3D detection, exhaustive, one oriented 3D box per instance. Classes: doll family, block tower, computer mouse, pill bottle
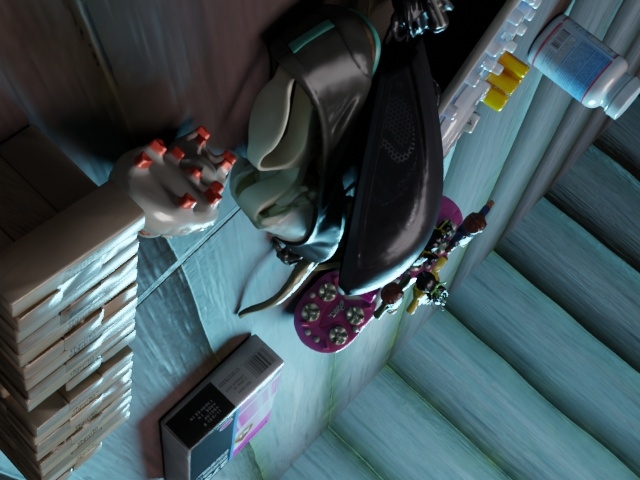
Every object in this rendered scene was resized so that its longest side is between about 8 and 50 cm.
[{"bbox_3d":[0.137,0.023,1.177,0.193,0.076,0.111,-60,170,-6],"label":"doll family"},{"bbox_3d":[-0.185,0.062,0.650,0.091,0.097,0.335,-41,166,-30],"label":"block tower"},{"bbox_3d":[0.072,-0.080,0.790,0.188,0.072,0.272,-82,-178,-75],"label":"computer mouse"},{"bbox_3d":[0.391,-0.252,1.439,0.087,0.160,0.087,-44,166,-14],"label":"pill bottle"}]

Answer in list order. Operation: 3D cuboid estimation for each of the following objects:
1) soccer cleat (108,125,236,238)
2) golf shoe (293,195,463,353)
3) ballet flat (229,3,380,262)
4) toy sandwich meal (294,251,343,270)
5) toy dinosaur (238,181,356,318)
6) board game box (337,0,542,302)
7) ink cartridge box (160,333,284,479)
[{"bbox_3d":[-0.102,-0.027,0.645,0.076,0.068,0.196,-45,-174,12],"label":"soccer cleat"},{"bbox_3d":[0.078,0.046,1.440,0.306,0.115,0.140,-39,176,-12],"label":"golf shoe"},{"bbox_3d":[-0.026,-0.070,0.808,0.096,0.095,0.280,-29,148,-30],"label":"ballet flat"},{"bbox_3d":[0.006,0.018,1.227,0.085,0.029,0.085,-8,-177,0],"label":"toy sandwich meal"},{"bbox_3d":[0.000,0.000,1.136,0.268,0.064,0.118,-45,173,-2],"label":"toy dinosaur"},{"bbox_3d":[0.151,-0.115,1.096,0.390,0.050,0.390,-55,175,-9],"label":"board game box"},{"bbox_3d":[-0.149,0.275,1.433,0.176,0.069,0.371,-43,168,-24],"label":"ink cartridge box"}]
